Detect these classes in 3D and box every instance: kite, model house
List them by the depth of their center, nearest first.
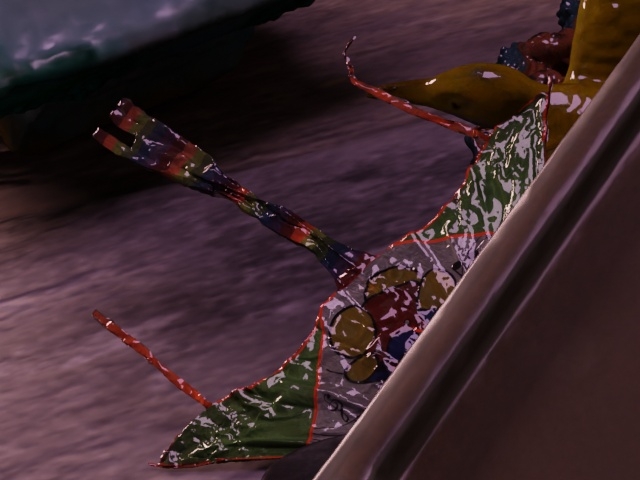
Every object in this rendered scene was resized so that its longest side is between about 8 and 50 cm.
[{"bbox_3d":[0.000,0.000,0.644,0.198,0.006,0.244,-47,53,-6],"label":"kite"},{"bbox_3d":[-0.155,-0.141,0.943,0.280,0.230,0.249,-22,-14,-25],"label":"model house"}]

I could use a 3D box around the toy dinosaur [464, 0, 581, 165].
[{"bbox_3d":[0.099,-0.068,0.804,0.055,0.049,0.154,-3,32,26],"label":"toy dinosaur"}]

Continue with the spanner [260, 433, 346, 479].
[{"bbox_3d":[0.016,0.139,0.449,0.087,0.024,0.316,-3,26,6],"label":"spanner"}]

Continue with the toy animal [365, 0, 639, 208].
[{"bbox_3d":[0.097,-0.028,0.679,0.155,0.095,0.219,4,61,30],"label":"toy animal"}]

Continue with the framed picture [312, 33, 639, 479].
[{"bbox_3d":[0.231,0.018,0.390,0.446,0.028,0.326,25,73,46],"label":"framed picture"}]
